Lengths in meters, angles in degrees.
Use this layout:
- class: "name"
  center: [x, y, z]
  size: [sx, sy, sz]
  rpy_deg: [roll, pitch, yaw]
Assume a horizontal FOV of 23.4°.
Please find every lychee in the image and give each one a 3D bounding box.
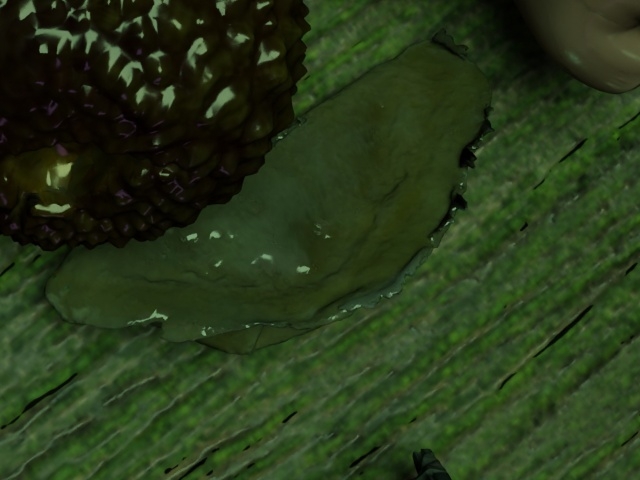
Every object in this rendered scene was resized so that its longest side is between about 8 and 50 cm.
- class: "lychee"
  center: [-0.134, -0.131, 0.907]
  size: [0.268, 0.267, 0.267]
  rpy_deg: [1, 84, -15]

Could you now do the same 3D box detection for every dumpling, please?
- class: "dumpling"
  center: [-0.002, 0.000, 1.006]
  size: [0.332, 0.086, 0.166]
  rpy_deg: [-34, 62, -16]

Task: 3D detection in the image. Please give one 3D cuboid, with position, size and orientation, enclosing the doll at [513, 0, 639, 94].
- class: "doll"
  center: [0.111, -0.237, 0.980]
  size: [0.268, 0.284, 0.216]
  rpy_deg: [16, 46, -31]

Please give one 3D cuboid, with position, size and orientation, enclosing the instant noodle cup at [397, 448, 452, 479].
- class: "instant noodle cup"
  center: [0.043, 0.288, 0.923]
  size: [0.182, 0.302, 0.258]
  rpy_deg: [-22, 134, -3]
